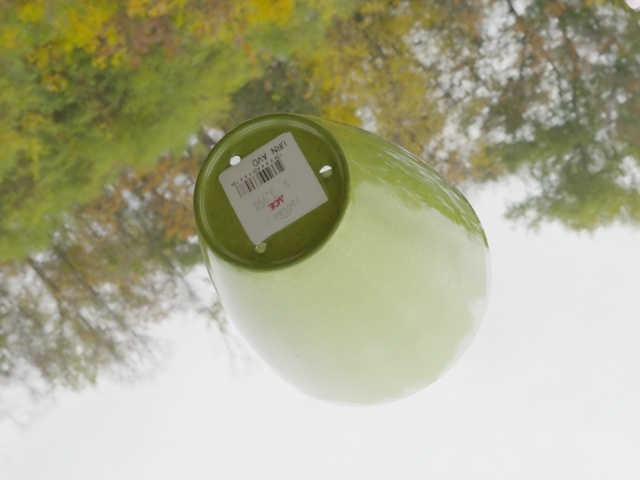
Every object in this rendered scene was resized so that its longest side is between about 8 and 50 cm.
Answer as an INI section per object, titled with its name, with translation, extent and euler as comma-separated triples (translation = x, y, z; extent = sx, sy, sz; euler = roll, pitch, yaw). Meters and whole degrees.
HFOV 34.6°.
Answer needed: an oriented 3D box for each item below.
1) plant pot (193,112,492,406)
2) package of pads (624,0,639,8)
[plant pot]
translation = 0.000, 0.000, 0.953
extent = 0.275, 0.275, 0.293
euler = -36, 157, 5
[package of pads]
translation = 0.263, -0.233, 0.872
extent = 0.032, 0.050, 0.083
euler = -36, 168, 11
